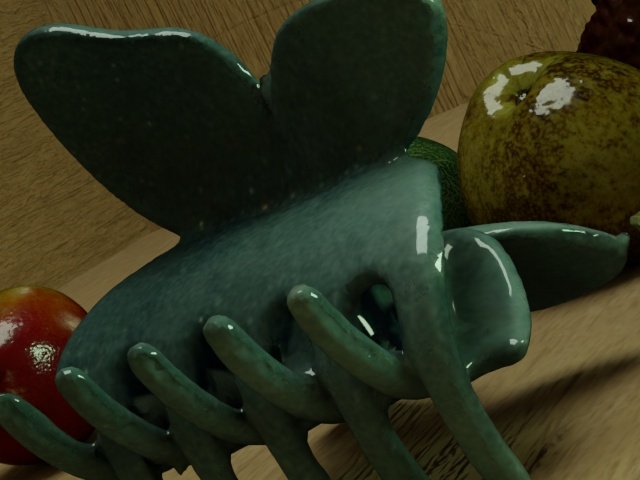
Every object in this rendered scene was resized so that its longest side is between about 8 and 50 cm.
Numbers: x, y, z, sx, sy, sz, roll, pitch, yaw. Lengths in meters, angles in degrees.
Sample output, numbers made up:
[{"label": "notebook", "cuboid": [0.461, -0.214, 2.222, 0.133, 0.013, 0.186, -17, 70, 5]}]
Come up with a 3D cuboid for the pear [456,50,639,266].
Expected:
[{"label": "pear", "cuboid": [0.207, -0.068, 1.343, 0.197, 0.197, 0.197, -25, 7, 3]}]

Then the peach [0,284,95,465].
[{"label": "peach", "cuboid": [-0.297, 0.137, 1.626, 0.197, 0.197, 0.197, -25, 7, 3]}]

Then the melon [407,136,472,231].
[{"label": "melon", "cuboid": [0.034, 0.006, 1.444, 0.287, 0.182, 0.182, -28, 7, -5]}]

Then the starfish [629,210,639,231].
[{"label": "starfish", "cuboid": [0.338, -0.013, 0.923, 0.347, 0.078, 0.358, -11, -5, 19]}]

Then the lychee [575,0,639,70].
[{"label": "lychee", "cuboid": [0.353, -0.175, 1.469, 0.260, 0.261, 0.260, -25, 7, 3]}]

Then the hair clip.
[{"label": "hair clip", "cuboid": [-0.013, 0.042, 1.011, 0.318, 0.392, 0.238, -18, 35, 35]}]
